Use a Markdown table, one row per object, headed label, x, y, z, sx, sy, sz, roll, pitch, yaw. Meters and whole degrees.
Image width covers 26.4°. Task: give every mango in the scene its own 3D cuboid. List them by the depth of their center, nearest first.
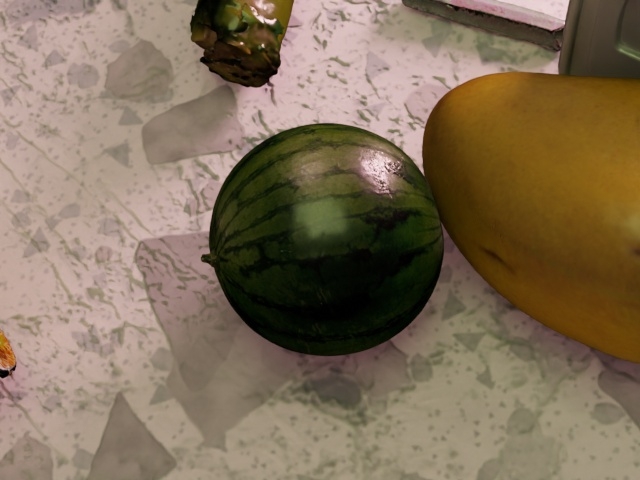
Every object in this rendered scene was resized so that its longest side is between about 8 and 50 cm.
| label | x | y | z | sx | sy | sz | roll | pitch | yaw |
| --- | --- | --- | --- | --- | --- | --- | --- | --- | --- |
| mango | 0.299 | -0.045 | 1.394 | 0.445 | 0.220 | 0.301 | 33 | 77 | 23 |

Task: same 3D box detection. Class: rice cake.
| label | x | y | z | sx | sy | sz | roll | pitch | yaw |
| --- | --- | --- | --- | --- | --- | --- | --- | --- | --- |
| rice cake | 0.195 | -0.267 | 1.604 | 0.208 | 0.033 | 0.033 | 18 | 60 | 14 |

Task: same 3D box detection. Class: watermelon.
| label | x | y | z | sx | sy | sz | roll | pitch | yaw |
| --- | --- | --- | --- | --- | --- | --- | --- | --- | --- |
| watermelon | 0.005 | -0.001 | 1.404 | 0.242 | 0.242 | 0.242 | -3 | 66 | 6 |

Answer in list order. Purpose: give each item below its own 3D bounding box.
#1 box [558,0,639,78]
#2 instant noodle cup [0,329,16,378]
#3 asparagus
| label | x | y | z | sx | sy | sz | roll | pitch | yaw |
| --- | --- | --- | --- | --- | --- | --- | --- | --- | --- |
| box | 0.384 | -0.268 | 1.449 | 0.193 | 0.294 | 0.167 | 28 | 62 | 18 |
| instant noodle cup | -0.464 | 0.113 | 1.434 | 0.182 | 0.230 | 0.230 | -42 | 68 | -1 |
| asparagus | -0.063 | -0.364 | 1.637 | 0.108 | 0.128 | 0.382 | 24 | 66 | -22 |
